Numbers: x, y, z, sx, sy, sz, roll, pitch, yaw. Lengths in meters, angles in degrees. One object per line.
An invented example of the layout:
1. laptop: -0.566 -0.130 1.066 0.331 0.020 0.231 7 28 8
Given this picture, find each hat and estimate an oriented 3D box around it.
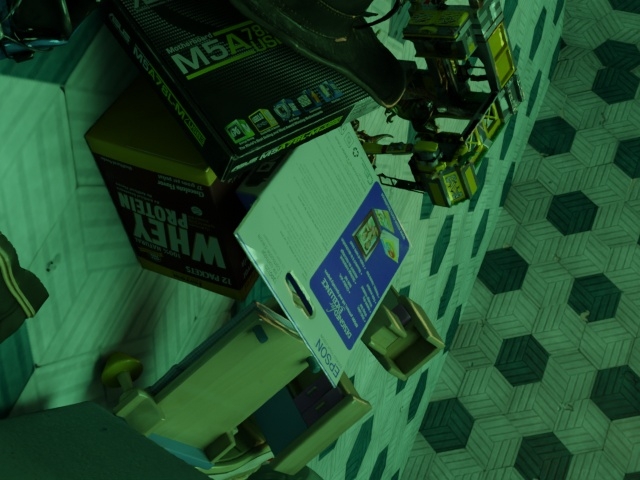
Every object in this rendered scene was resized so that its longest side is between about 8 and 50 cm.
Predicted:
1. hat: -0.006 -0.266 0.643 0.134 0.331 0.331 -43 172 24

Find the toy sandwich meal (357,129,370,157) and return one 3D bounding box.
1. toy sandwich meal: 0.061 -0.143 1.385 0.085 0.029 0.085 19 90 -75

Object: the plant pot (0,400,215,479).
1. plant pot: -0.241 0.287 0.632 0.252 0.248 0.247 9 98 -52

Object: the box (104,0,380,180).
1. box: -0.059 -0.165 0.731 0.191 0.184 0.045 -29 168 -32

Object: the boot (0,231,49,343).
1. boot: -0.276 0.050 0.575 0.137 0.077 0.198 -59 156 -22

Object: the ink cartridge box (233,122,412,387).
1. ink cartridge box: 0.000 0.000 0.810 0.206 0.045 0.208 60 44 -31

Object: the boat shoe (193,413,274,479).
1. boat shoe: -0.140 0.275 1.054 0.302 0.113 0.103 8 120 -57

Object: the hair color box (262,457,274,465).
1. hair color box: -0.107 0.445 1.339 0.093 0.053 0.167 -58 160 -80

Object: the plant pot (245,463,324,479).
1. plant pot: -0.070 0.455 1.159 0.293 0.293 0.235 -20 97 -66

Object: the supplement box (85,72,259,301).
1. supplement box: -0.104 -0.082 0.834 0.194 0.129 0.191 81 32 -50

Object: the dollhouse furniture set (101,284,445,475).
1. dollhouse furniture set: -0.071 0.099 0.960 0.286 0.198 0.303 -42 141 10

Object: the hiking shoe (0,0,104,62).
1. hiking shoe: -0.215 -0.146 0.475 0.113 0.132 0.304 87 28 -44

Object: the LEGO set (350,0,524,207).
1. LEGO set: 0.080 -0.198 1.005 0.255 0.331 0.192 -46 133 -20
